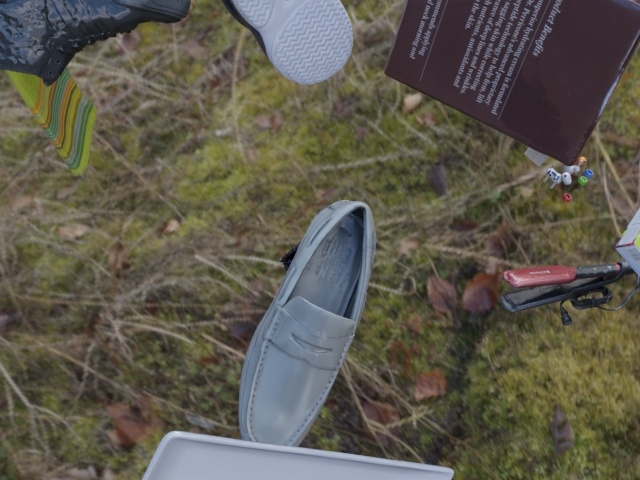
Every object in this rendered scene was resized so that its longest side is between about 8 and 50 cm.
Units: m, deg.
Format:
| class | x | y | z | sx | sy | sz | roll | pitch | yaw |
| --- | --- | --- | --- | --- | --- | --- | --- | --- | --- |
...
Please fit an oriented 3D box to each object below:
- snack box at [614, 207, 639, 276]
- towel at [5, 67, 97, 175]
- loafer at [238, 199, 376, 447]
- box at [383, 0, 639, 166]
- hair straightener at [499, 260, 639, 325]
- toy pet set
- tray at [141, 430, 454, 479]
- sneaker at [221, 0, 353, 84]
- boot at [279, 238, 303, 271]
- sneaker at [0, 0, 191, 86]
| class | x | y | z | sx | sy | sz | roll | pitch | yaw |
| --- | --- | --- | --- | --- | --- | --- | --- | --- | --- |
| snack box | 0.451 | 0.022 | 1.160 | 0.100 | 0.141 | 0.037 | -49 | 14 | -25 |
| towel | -0.260 | -0.171 | 0.804 | 0.021 | 0.237 | 0.102 | -16 | 46 | 6 |
| loafer | -0.014 | 0.098 | 1.058 | 0.112 | 0.111 | 0.319 | 19 | 75 | -7 |
| box | 0.197 | -0.212 | 0.846 | 0.203 | 0.168 | 0.167 | 29 | 44 | 12 |
| hair straightener | 0.353 | 0.072 | 1.277 | 0.230 | 0.089 | 0.047 | -9 | 31 | -22 |
| toy pet set | 0.399 | -0.139 | 1.476 | 0.114 | 0.065 | 0.122 | 42 | 42 | 8 |
| tray | -0.031 | 0.218 | 0.757 | 0.145 | 0.270 | 0.030 | -60 | 32 | 25 |
| sneaker | -0.072 | -0.271 | 0.814 | 0.101 | 0.268 | 0.153 | -33 | 34 | -2 |
| boot | 0.000 | -0.001 | 1.319 | 0.121 | 0.099 | 0.045 | -41 | 87 | 29 |
| sneaker | -0.184 | -0.151 | 0.646 | 0.170 | 0.089 | 0.051 | 7 | 27 | -20 |
